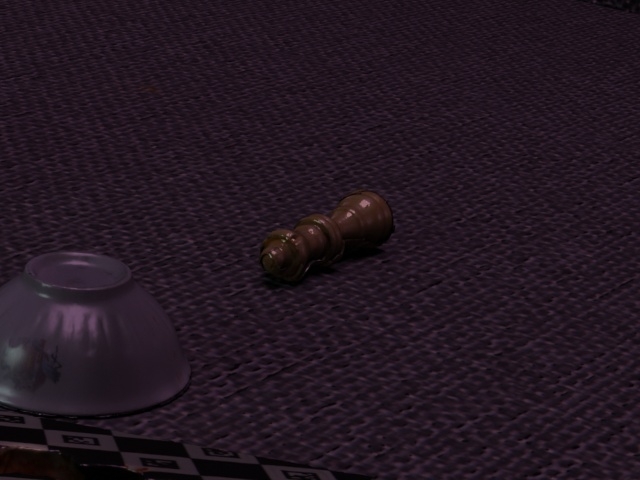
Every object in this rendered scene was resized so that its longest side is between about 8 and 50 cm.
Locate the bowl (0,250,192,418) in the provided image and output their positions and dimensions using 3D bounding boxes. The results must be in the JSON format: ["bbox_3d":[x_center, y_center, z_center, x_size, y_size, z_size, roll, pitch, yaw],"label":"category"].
[{"bbox_3d":[-0.190,0.061,1.485,0.189,0.086,0.189,5,20,-2],"label":"bowl"}]

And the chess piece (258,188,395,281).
[{"bbox_3d":[0.000,-0.001,1.766,0.060,0.060,0.172,18,25,29],"label":"chess piece"}]

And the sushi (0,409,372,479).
[{"bbox_3d":[-0.136,0.174,1.242,0.290,0.050,0.264,9,5,13],"label":"sushi"}]
